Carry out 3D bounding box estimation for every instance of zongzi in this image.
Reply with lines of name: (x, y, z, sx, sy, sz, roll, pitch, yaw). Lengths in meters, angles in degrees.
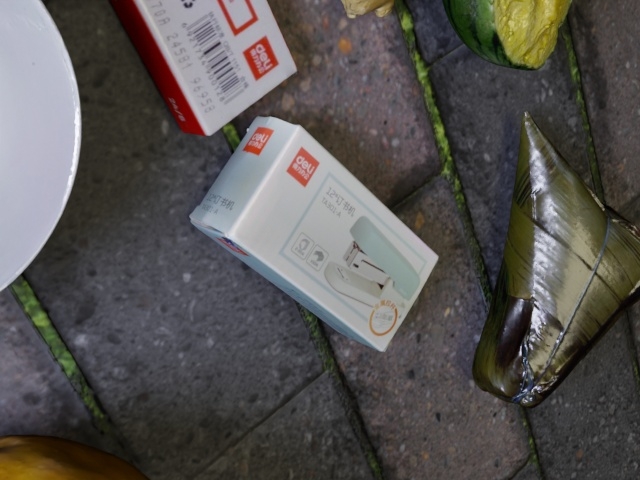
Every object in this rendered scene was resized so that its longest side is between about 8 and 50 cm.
zongzi: (0.258, 0.026, 1.124, 0.286, 0.138, 0.300, -43, 111, -12)

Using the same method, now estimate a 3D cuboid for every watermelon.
watermelon: (0.200, -0.304, 0.970, 0.204, 0.127, 0.232, -33, 129, -43)

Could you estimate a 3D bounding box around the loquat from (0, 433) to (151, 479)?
loquat: (-0.241, 0.308, 0.675, 0.328, 0.328, 0.329, -11, 109, -35)

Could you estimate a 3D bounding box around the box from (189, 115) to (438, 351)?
box: (0.000, 0.000, 0.932, 0.269, 0.079, 0.135, 40, 77, -38)

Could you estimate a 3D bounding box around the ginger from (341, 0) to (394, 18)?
ginger: (0.070, -0.295, 0.892, 0.205, 0.081, 0.115, -27, 95, -7)

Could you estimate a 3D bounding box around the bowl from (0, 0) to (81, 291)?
bowl: (-0.326, -0.083, 0.613, 0.287, 0.143, 0.287, -11, 109, -36)

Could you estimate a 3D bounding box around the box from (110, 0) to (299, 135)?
box: (-0.118, -0.219, 0.799, 0.123, 0.050, 0.229, -42, 124, -24)
